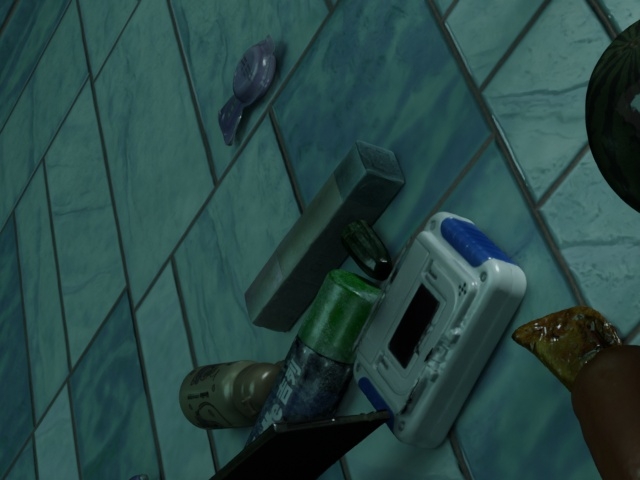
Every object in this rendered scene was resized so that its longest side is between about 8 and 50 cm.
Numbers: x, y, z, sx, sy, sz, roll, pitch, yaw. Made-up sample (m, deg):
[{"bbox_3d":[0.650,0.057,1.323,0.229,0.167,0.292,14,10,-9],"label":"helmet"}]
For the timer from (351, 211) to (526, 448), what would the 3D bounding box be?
[{"bbox_3d":[0.132,0.105,1.673,0.253,0.078,0.178,-63,32,16],"label":"timer"}]

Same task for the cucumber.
[{"bbox_3d":[0.065,0.018,1.857,0.048,0.048,0.105,-61,33,20],"label":"cucumber"}]

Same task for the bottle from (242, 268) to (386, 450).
[{"bbox_3d":[-0.017,0.200,1.858,0.330,0.093,0.093,-65,31,14],"label":"bottle"}]

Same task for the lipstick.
[{"bbox_3d":[0.000,0.000,1.956,0.317,0.066,0.068,-53,37,32],"label":"lipstick"}]

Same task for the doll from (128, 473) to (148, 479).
[{"bbox_3d":[-0.336,0.446,2.294,0.227,0.075,0.102,-20,68,41],"label":"doll"}]

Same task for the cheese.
[{"bbox_3d":[-0.122,-0.255,2.313,0.191,0.042,0.105,-56,33,28],"label":"cheese"}]

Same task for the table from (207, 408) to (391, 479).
[{"bbox_3d":[-0.022,0.375,1.618,0.282,0.196,0.250,-45,56,39],"label":"table"}]

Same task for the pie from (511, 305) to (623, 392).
[{"bbox_3d":[0.277,0.120,1.468,0.088,0.033,0.191,-50,33,8],"label":"pie"}]

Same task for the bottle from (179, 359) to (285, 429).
[{"bbox_3d":[-0.111,0.218,2.013,0.110,0.097,0.209,-39,14,-33],"label":"bottle"}]

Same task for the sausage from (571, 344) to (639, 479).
[{"bbox_3d":[0.313,0.199,1.290,0.113,0.114,0.259,-55,35,29],"label":"sausage"}]

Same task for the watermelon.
[{"bbox_3d":[0.350,-0.112,1.287,0.212,0.212,0.212,-34,48,48],"label":"watermelon"}]
